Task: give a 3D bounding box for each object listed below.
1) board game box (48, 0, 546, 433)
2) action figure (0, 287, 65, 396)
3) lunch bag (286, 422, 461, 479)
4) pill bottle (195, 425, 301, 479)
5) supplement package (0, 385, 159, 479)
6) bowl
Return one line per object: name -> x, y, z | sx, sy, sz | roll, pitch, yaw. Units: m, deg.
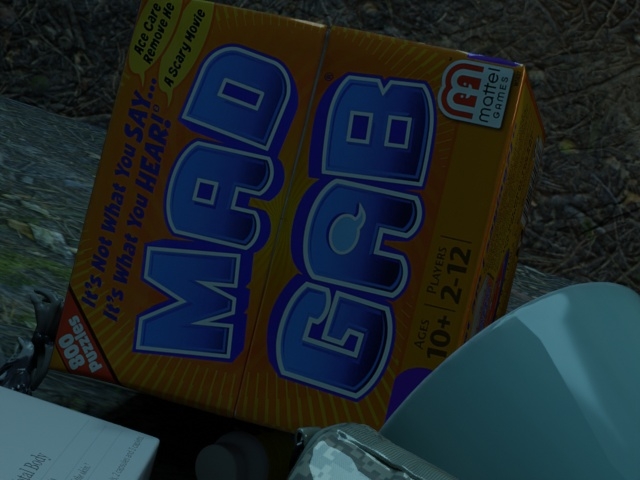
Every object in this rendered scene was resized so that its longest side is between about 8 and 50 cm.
board game box -> 0.000, 0.000, 1.516 | 0.356, 0.356, 0.356 | 13, -4, 12
action figure -> -0.322, 0.093, 1.424 | 0.164, 0.141, 0.276 | 23, 3, -45
lunch bag -> 0.082, 0.272, 0.910 | 0.305, 0.256, 0.212 | 24, 13, 24
pill bottle -> -0.064, 0.208, 1.457 | 0.065, 0.065, 0.116 | 25, 13, 29
supplement package -> -0.260, 0.191, 0.905 | 0.263, 0.198, 0.199 | 18, 12, 1
bowl -> 0.175, 0.199, 1.108 | 0.311, 0.311, 0.163 | 5, 31, -48
